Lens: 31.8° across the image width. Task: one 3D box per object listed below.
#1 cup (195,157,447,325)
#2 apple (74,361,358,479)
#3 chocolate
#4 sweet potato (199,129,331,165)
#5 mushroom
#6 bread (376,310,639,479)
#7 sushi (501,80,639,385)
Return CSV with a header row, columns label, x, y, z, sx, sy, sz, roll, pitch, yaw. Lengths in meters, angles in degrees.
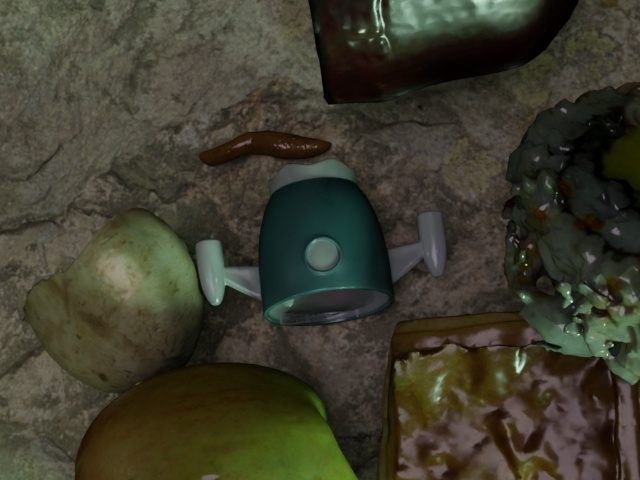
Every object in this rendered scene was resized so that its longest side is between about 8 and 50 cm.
label,x,y,z,sx,sy,sz,roll,pitch,yaw
cup,0.000,0.000,1.346,0.300,0.167,0.173,-7,73,-1
apple,-0.103,0.289,1.261,0.305,0.338,0.338,-23,79,7
chocolate,0.131,-0.351,1.259,0.331,0.383,0.383,-12,82,2
sweet potato,-0.074,-0.120,1.438,0.179,0.044,0.044,-2,84,14
mushroom,-0.228,0.087,1.387,0.254,0.195,0.189,-38,83,44
bread,0.219,0.260,1.247,0.314,0.191,0.370,-3,89,15
sushi,0.376,-0.032,1.134,0.418,0.176,0.417,-8,41,7
